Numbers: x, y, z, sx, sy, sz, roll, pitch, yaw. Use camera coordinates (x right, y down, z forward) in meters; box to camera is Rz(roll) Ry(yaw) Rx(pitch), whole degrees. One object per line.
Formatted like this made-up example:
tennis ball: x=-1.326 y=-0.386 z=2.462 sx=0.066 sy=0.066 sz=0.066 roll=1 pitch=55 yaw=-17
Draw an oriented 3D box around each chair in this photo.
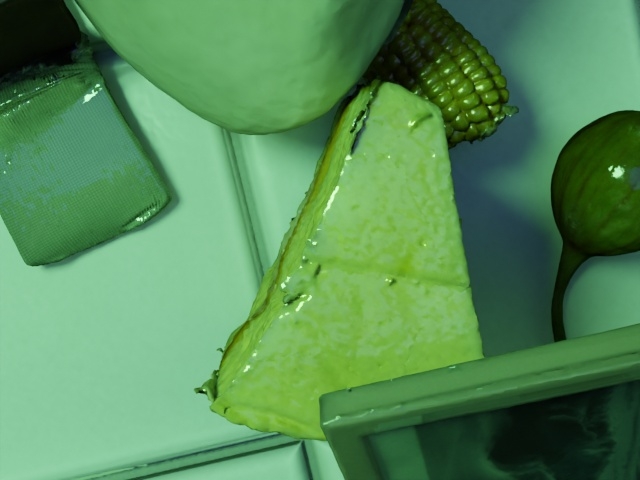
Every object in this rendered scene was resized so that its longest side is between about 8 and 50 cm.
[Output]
chair: x=-0.266 y=-0.142 z=0.636 sx=0.160 sy=0.186 sz=0.319 roll=-25 pitch=91 yaw=-4

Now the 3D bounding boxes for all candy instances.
candy: x=-0.098 y=-0.273 z=0.544 sx=0.186 sy=0.386 sz=0.427 roll=-38 pitch=123 yaw=-35

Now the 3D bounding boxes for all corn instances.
corn: x=0.043 y=-0.208 z=0.669 sx=0.102 sy=0.102 sz=0.313 roll=-38 pitch=89 yaw=3

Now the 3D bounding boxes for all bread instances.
bread: x=0.000 y=0.000 z=0.599 sx=0.198 sy=0.263 sz=0.236 roll=-5 pitch=97 yaw=-4

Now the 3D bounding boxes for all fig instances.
fig: x=0.248 y=-0.001 z=0.691 sx=0.124 sy=0.124 sz=0.236 roll=17 pitch=117 yaw=-1

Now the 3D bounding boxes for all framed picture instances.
framed picture: x=0.203 y=0.209 z=0.577 sx=0.326 sy=0.028 sz=0.446 roll=-14 pitch=134 yaw=6
